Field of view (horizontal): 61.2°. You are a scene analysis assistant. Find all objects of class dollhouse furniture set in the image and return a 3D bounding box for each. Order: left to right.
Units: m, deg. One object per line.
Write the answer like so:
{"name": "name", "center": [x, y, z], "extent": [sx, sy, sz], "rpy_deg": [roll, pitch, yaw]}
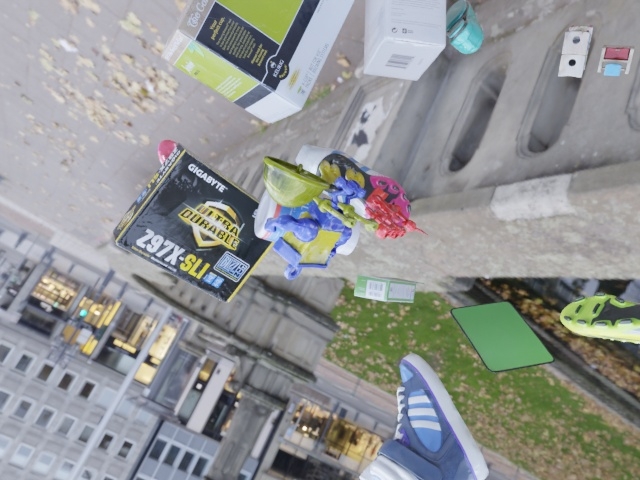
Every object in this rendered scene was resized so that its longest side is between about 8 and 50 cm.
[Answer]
{"name": "dollhouse furniture set", "center": [0.806, -0.549, 1.571], "extent": [0.184, 0.129, 0.128], "rpy_deg": [12, 122, 24]}

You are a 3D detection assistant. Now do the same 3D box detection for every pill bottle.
{"name": "pill bottle", "center": [-0.028, -0.038, 1.231], "extent": [0.222, 0.124, 0.124], "rpy_deg": [15, 167, -20]}

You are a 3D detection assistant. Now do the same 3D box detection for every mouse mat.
{"name": "mouse mat", "center": [0.377, 0.197, 1.133], "extent": [0.153, 0.189, 0.007], "rpy_deg": [-6, 127, -13]}

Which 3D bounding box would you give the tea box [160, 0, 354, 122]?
{"name": "tea box", "center": [-0.149, -0.512, 1.289], "extent": [0.324, 0.328, 0.220], "rpy_deg": [29, 170, -24]}

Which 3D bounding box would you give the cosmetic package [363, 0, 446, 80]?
{"name": "cosmetic package", "center": [0.200, -0.606, 1.313], "extent": [0.155, 0.365, 0.197], "rpy_deg": [5, 173, -9]}

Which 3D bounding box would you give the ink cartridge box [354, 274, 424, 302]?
{"name": "ink cartridge box", "center": [0.203, 0.140, 1.562], "extent": [0.109, 0.062, 0.209], "rpy_deg": [7, 179, 39]}

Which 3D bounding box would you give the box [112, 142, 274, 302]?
{"name": "box", "center": [-0.273, -0.030, 1.268], "extent": [0.322, 0.257, 0.079], "rpy_deg": [37, -176, -36]}

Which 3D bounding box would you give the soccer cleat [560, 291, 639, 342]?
{"name": "soccer cleat", "center": [0.570, 0.156, 0.950], "extent": [0.289, 0.093, 0.121], "rpy_deg": [-8, 128, 51]}

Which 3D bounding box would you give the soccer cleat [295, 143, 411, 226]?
{"name": "soccer cleat", "center": [0.081, -0.127, 1.236], "extent": [0.331, 0.116, 0.143], "rpy_deg": [29, -173, -42]}

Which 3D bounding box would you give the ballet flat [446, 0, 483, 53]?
{"name": "ballet flat", "center": [0.352, -0.511, 1.317], "extent": [0.087, 0.247, 0.083], "rpy_deg": [37, 125, -17]}

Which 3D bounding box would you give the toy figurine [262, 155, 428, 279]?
{"name": "toy figurine", "center": [0.000, 0.000, 0.939], "extent": [0.191, 0.217, 0.363], "rpy_deg": [46, -160, 24]}

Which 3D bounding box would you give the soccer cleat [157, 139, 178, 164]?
{"name": "soccer cleat", "center": [-0.353, -0.167, 1.463], "extent": [0.248, 0.083, 0.095], "rpy_deg": [46, 157, -26]}

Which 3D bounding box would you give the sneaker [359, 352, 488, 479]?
{"name": "sneaker", "center": [0.171, 0.406, 1.140], "extent": [0.322, 0.237, 0.130], "rpy_deg": [-119, 8, -46]}
